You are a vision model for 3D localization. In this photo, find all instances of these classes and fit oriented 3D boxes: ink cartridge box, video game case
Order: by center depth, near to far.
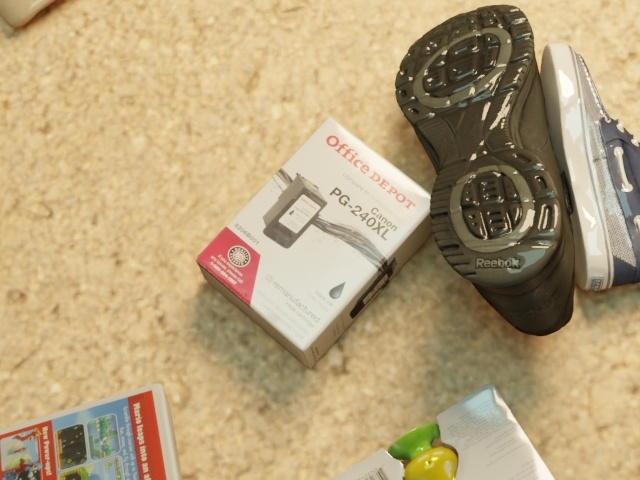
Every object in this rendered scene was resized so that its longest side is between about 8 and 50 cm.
[{"bbox_3d":[-0.230,0.213,0.990,0.285,0.025,0.204,-17,41,-1],"label":"video game case"},{"bbox_3d":[0.000,0.000,1.072,0.109,0.063,0.150,39,79,15],"label":"ink cartridge box"}]

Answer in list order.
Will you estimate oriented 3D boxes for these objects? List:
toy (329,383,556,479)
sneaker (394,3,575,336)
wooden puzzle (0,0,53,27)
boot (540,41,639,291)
[{"bbox_3d":[0.122,0.232,0.991,0.137,0.056,0.237,-31,67,-2],"label":"toy"},{"bbox_3d":[0.126,-0.053,1.062,0.109,0.130,0.286,-14,49,17],"label":"sneaker"},{"bbox_3d":[-0.214,-0.317,1.208,0.239,0.044,0.221,-37,73,-3],"label":"wooden puzzle"},{"bbox_3d":[0.218,-0.058,1.079,0.086,0.069,0.190,-7,79,-5],"label":"boot"}]
